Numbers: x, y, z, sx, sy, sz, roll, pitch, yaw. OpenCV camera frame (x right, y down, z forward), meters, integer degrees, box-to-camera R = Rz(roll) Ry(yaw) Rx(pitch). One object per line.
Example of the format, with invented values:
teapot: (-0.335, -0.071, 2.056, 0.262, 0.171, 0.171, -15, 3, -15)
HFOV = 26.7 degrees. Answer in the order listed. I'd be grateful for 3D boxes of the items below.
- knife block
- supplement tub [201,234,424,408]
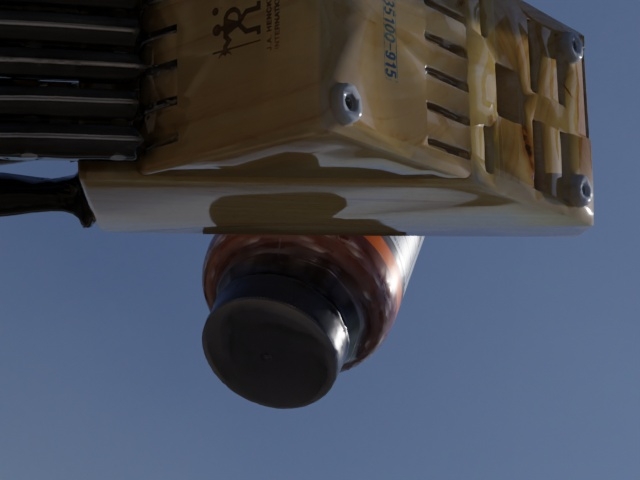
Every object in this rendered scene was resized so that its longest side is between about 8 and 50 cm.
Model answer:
knife block: (-0.051, -0.051, 0.557, 0.242, 0.088, 0.275, -9, -15, 38)
supplement tub: (0.000, 0.000, 0.723, 0.106, 0.198, 0.106, 10, -53, 13)
